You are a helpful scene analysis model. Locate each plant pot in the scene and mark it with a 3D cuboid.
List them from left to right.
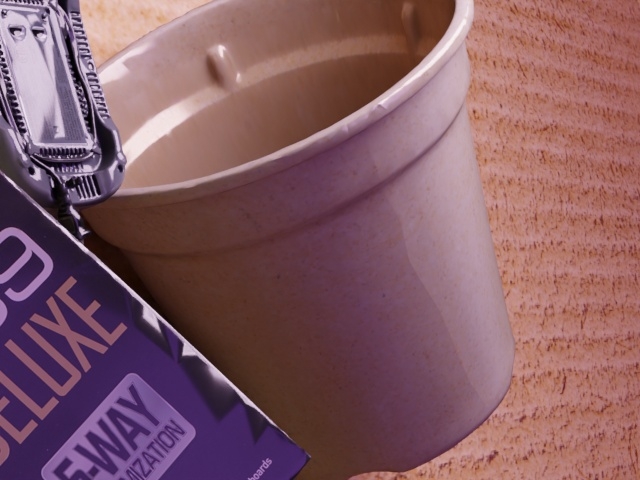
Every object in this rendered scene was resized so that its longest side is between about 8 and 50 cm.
[{"bbox_3d":[0.000,0.000,1.319,0.305,0.334,0.334,67,28,-27],"label":"plant pot"}]

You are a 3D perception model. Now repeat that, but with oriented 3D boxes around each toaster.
[{"bbox_3d":[-0.225,-0.083,1.130,0.129,0.146,0.227,-8,78,-59],"label":"toaster"}]

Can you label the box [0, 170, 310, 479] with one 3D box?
[{"bbox_3d":[-0.189,0.126,0.742,0.242,0.076,0.307,44,59,-4],"label":"box"}]
